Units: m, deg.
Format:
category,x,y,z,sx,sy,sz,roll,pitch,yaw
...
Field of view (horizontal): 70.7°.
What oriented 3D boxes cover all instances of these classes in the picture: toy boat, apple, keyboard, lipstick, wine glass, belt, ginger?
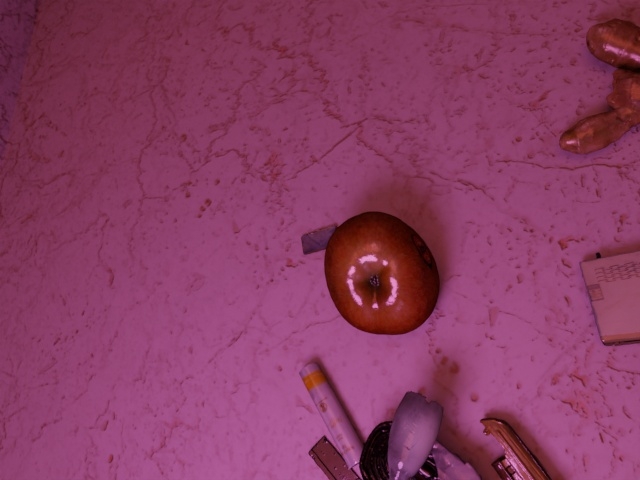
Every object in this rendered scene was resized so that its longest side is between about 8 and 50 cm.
category,x,y,z,sx,sy,sz,roll,pitch,yaw
toy boat,0.417,0.481,0.955,0.088,0.068,0.226,-42,63,12
apple,0.140,0.080,1.102,0.277,0.250,0.309,-43,65,4
keyboard,0.052,0.577,1.105,0.060,0.018,0.195,-45,62,-5
lipstick,0.030,0.436,1.137,0.059,0.059,0.263,-37,62,8
toy boat,0.000,0.000,1.318,0.115,0.016,0.063,-16,68,18
wine glass,0.078,0.430,0.908,0.265,0.096,0.309,20,62,17
belt,0.223,0.530,0.975,0.289,0.164,0.184,29,60,30
ginger,0.790,-0.354,1.063,0.348,0.122,0.362,14,73,24

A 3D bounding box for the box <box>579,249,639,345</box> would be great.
category,x,y,z,sx,sy,sz,roll,pitch,yaw
box,0.716,0.103,0.946,0.270,0.045,0.210,-17,66,28
